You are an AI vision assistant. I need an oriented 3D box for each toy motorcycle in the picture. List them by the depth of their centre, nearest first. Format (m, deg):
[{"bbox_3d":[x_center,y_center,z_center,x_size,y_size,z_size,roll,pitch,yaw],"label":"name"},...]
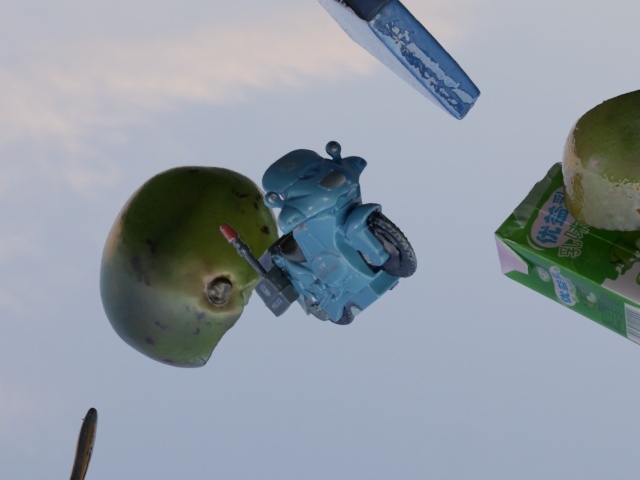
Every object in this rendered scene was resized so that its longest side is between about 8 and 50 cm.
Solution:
[{"bbox_3d":[0.000,0.000,1.562,0.124,0.272,0.182,-41,-93,-27],"label":"toy motorcycle"}]

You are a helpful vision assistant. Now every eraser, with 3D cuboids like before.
[{"bbox_3d":[0.052,-0.223,1.476,0.144,0.042,0.312,43,-176,-28],"label":"eraser"}]

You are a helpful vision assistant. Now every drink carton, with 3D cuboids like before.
[{"bbox_3d":[0.394,0.017,2.018,0.271,0.108,0.161,29,-117,32],"label":"drink carton"}]

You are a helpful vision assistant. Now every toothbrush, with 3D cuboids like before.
[{"bbox_3d":[-0.306,0.340,1.731,0.031,0.023,0.321,-4,-126,18],"label":"toothbrush"}]

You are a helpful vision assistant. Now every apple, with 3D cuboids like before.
[{"bbox_3d":[0.441,-0.112,1.944,0.265,0.120,0.193,-13,-132,20],"label":"apple"}]

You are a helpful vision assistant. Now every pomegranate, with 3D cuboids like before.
[{"bbox_3d":[-0.230,0.015,2.225,0.216,0.309,0.358,21,-171,-32],"label":"pomegranate"}]
